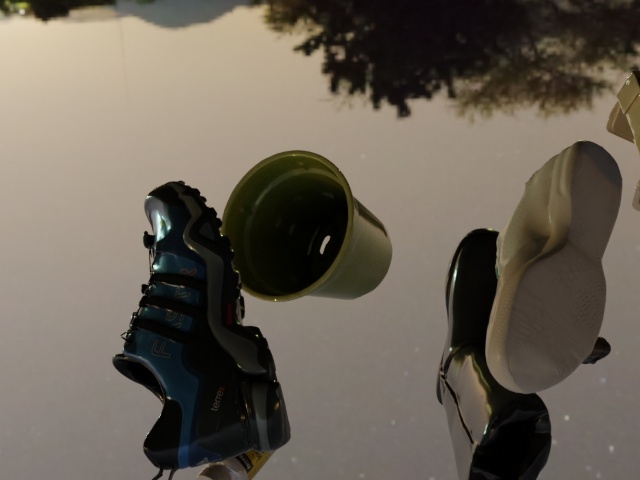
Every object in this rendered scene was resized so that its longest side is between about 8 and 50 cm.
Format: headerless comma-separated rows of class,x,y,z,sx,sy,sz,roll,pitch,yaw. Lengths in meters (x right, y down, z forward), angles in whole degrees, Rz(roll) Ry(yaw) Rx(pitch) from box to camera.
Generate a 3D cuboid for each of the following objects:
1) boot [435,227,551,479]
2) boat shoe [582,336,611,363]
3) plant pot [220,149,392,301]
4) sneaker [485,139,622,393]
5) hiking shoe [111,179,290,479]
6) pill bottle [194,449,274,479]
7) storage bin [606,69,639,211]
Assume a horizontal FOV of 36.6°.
boot,0.284,0.199,1.608,0.146,0.366,0.445,5,-168,3
boat shoe,0.432,0.179,1.571,0.049,0.056,0.152,20,177,6
plant pot,0.000,0.000,1.793,0.276,0.276,0.254,10,172,33
sneaker,0.161,0.025,0.728,0.094,0.080,0.212,-24,-147,54
hiking shoe,-0.131,0.065,0.873,0.132,0.113,0.304,-17,-129,-10
pill bottle,-0.108,0.280,1.234,0.065,0.065,0.116,8,-146,30
storage bin,0.559,-0.111,1.403,0.261,0.123,0.262,23,-149,-6
